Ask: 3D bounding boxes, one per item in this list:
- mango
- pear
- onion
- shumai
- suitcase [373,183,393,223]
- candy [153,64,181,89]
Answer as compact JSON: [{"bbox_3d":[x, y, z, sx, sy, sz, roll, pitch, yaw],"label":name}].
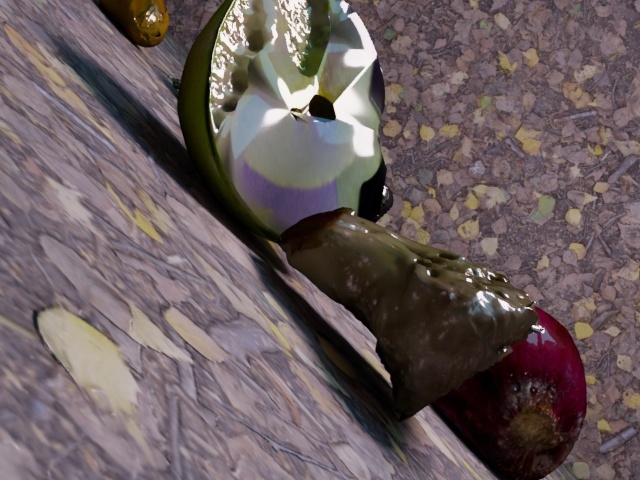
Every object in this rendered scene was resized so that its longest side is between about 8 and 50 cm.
[{"bbox_3d":[-0.438,-0.552,1.933,0.156,0.151,0.249,5,37,-33],"label":"mango"},{"bbox_3d":[-0.073,-0.177,1.186,0.165,0.399,0.399,-5,-36,40],"label":"pear"},{"bbox_3d":[0.333,0.242,1.444,0.337,0.260,0.282,45,0,-14],"label":"onion"},{"bbox_3d":[0.108,0.050,1.020,0.283,0.217,0.346,55,7,11],"label":"shumai"},{"bbox_3d":[-0.031,-0.116,1.431,0.312,0.202,0.128,47,5,11],"label":"suitcase"},{"bbox_3d":[-0.356,-0.385,1.917,0.083,0.025,0.023,39,-38,-7],"label":"candy"}]
